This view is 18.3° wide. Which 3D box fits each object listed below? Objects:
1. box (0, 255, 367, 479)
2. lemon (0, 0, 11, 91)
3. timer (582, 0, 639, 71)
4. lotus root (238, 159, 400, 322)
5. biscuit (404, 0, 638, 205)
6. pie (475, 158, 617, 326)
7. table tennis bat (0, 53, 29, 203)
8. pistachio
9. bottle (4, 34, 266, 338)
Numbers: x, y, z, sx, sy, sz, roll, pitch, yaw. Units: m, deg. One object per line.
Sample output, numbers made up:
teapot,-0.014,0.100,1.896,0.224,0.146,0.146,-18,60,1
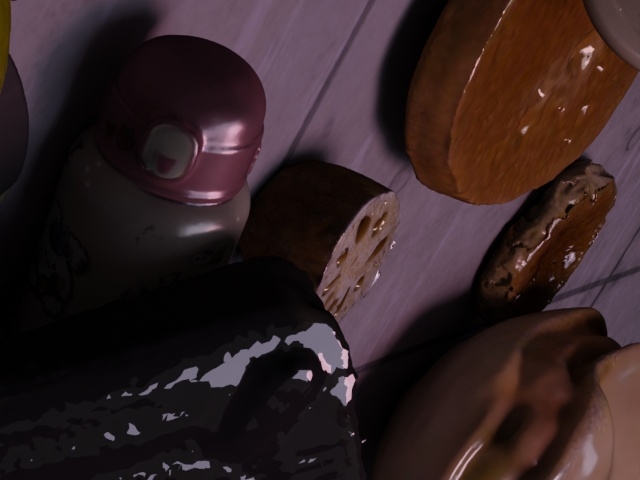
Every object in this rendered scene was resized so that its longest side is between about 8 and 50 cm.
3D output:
box,-0.137,0.190,1.159,0.350,0.091,0.359,-18,131,-12
lemon,-0.208,-0.065,0.725,0.184,0.184,0.248,-30,149,-47
timer,0.290,-0.195,1.496,0.175,0.175,0.266,-56,171,7
lotus root,0.002,-0.002,1.422,0.112,0.081,0.122,-52,159,-8
biscuit,0.193,-0.190,1.557,0.365,0.062,0.385,-58,159,7
pie,0.222,0.005,1.962,0.195,0.046,0.195,-43,156,-24
table tennis bat,-0.207,-0.009,1.047,0.154,0.021,0.274,-44,156,-23
pistachio,0.201,0.233,1.947,0.365,0.281,0.445,-57,163,1
bottle,-0.102,-0.010,1.142,0.110,0.110,0.233,-26,147,-51
